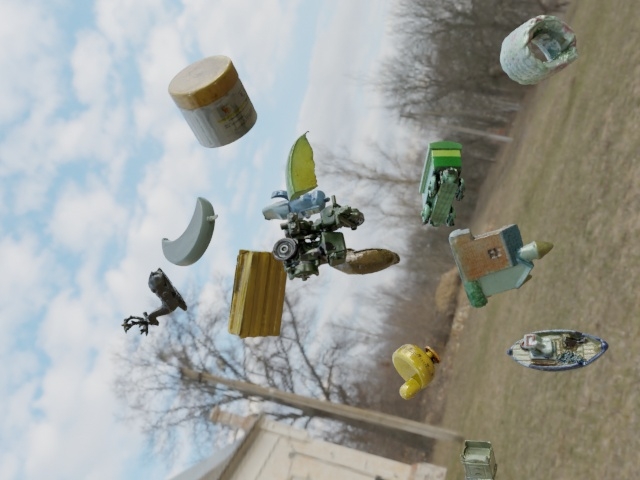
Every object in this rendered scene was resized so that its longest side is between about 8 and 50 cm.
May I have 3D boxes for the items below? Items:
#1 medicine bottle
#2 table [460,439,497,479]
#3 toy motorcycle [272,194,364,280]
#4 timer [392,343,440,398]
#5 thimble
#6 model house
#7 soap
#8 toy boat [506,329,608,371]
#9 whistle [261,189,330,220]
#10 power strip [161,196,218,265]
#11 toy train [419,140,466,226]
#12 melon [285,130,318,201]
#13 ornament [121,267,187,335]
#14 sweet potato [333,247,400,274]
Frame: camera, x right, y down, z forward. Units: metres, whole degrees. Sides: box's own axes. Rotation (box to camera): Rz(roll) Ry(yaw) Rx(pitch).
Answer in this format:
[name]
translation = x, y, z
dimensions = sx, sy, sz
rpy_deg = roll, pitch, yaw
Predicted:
[medicine bottle]
translation = -0.363, -0.474, 2.227
dimensions = 0.232, 0.238, 0.237
rpy_deg = 62, -143, -39
[table]
translation = 0.414, 0.577, 1.705
dimensions = 0.062, 0.079, 0.083
rpy_deg = -51, -50, -55
[toy motorcycle]
translation = 0.000, 0.000, 1.869
dimensions = 0.127, 0.275, 0.205
rpy_deg = 70, -172, -64
[timer]
translation = 0.206, 0.294, 1.482
dimensions = 0.109, 0.107, 0.107
rpy_deg = -36, -31, -23
[thimble]
translation = 0.679, -0.583, 2.016
dimensions = 0.149, 0.211, 0.185
rpy_deg = 163, 120, -74
[model house]
translation = 0.637, 0.058, 2.252
dimensions = 0.194, 0.325, 0.267
rpy_deg = -32, -76, -74
[soap]
translation = -0.227, 0.190, 2.381
dimensions = 0.204, 0.096, 0.324
rpy_deg = 7, -88, -48
[toy boat]
translation = 0.634, 0.291, 1.757
dimensions = 0.115, 0.262, 0.114
rpy_deg = 55, -143, -54
[whistle]
translation = -0.090, -0.126, 2.421
dimensions = 0.180, 0.269, 0.093
rpy_deg = 59, -151, -50
[power strip]
translation = -0.389, -0.018, 1.975
dimensions = 0.054, 0.253, 0.167
rpy_deg = 20, -142, -43
[toy train]
translation = 0.403, -0.175, 2.174
dimensions = 0.300, 0.120, 0.202
rpy_deg = 90, -178, -58
[melon]
translation = -0.059, -0.254, 2.150
dimensions = 0.053, 0.114, 0.261
rpy_deg = 89, -176, -68
[ornament]
translation = -0.623, 0.234, 2.336
dimensions = 0.202, 0.236, 0.080
rpy_deg = 62, 169, -29
[sweet potato]
translation = 0.133, 0.064, 2.171
dimensions = 0.124, 0.310, 0.098
rpy_deg = -106, 23, -61
